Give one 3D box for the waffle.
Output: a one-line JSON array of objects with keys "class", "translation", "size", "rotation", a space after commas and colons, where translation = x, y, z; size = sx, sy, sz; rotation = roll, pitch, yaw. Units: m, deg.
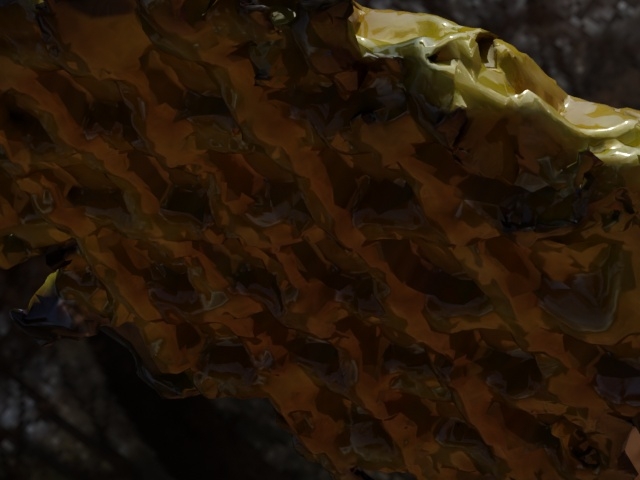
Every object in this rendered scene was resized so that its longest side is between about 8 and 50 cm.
[{"class": "waffle", "translation": [0.000, 0.000, 0.811], "size": [0.380, 0.382, 0.095], "rotation": [119, 175, -62]}]
